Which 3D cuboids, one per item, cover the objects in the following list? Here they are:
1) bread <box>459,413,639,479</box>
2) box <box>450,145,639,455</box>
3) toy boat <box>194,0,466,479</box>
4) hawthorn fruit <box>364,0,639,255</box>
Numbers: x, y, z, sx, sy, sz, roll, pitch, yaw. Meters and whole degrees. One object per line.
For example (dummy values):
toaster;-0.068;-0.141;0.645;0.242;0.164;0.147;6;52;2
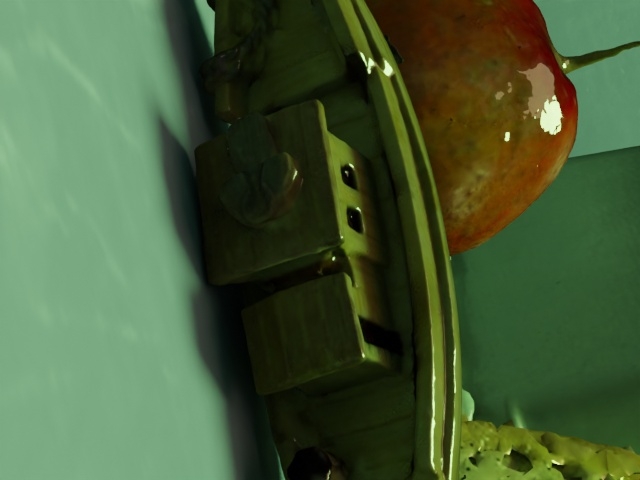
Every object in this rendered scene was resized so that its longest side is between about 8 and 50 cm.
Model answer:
bread;0.104;0.244;0.622;0.248;0.279;0.315;-92;-153;-48
box;0.162;0.065;0.840;0.312;0.182;0.175;-86;159;-58
toy boat;0.000;0.000;0.398;0.072;0.064;0.206;32;43;-55
hawthorn fruit;0.053;-0.057;0.607;0.125;0.140;0.125;46;-35;47
